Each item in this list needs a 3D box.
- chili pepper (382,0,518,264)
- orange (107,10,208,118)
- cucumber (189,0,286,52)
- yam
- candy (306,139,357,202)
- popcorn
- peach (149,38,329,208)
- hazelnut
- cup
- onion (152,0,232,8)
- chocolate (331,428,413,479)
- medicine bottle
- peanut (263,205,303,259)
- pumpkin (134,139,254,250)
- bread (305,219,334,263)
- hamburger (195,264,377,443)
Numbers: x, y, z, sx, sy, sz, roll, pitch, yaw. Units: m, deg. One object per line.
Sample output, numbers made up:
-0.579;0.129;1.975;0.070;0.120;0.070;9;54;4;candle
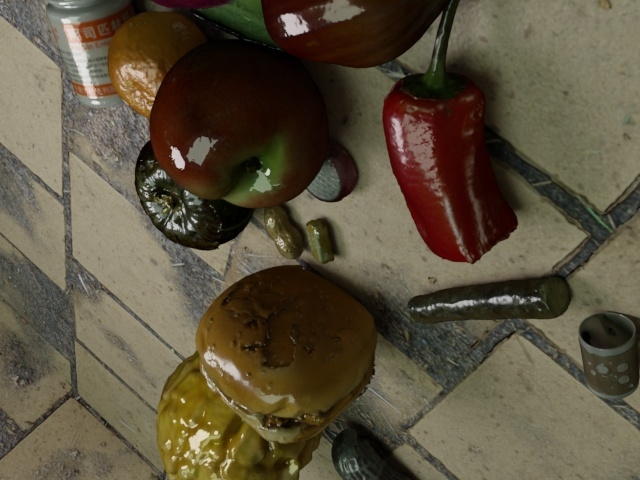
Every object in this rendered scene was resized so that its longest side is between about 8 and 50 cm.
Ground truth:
0.140;-0.140;0.889;0.131;0.134;0.338;21;140;51;chili pepper
-0.249;-0.276;1.142;0.177;0.155;0.178;33;154;19;orange
-0.065;-0.315;0.980;0.193;0.115;0.085;27;-176;19;cucumber
0.240;0.094;1.075;0.274;0.061;0.061;-12;114;52;yam
0.008;-0.108;1.131;0.103;0.043;0.103;28;140;26;candy
-0.198;0.412;1.582;0.354;0.344;0.390;42;151;-3;popcorn
-0.113;-0.170;1.025;0.252;0.252;0.252;27;140;26;peach
0.048;-0.283;0.777;0.181;0.212;0.181;37;143;1;hazelnut
0.402;0.152;0.966;0.074;0.102;0.099;-116;5;-59;cup
-0.213;-0.403;0.758;0.398;0.420;0.398;29;147;21;onion
0.121;0.515;1.557;0.248;0.110;0.110;44;145;9;chocolate
-0.377;-0.362;1.204;0.144;0.144;0.252;19;135;34;medicine bottle
-0.067;-0.016;1.293;0.054;0.054;0.113;-11;115;50;peanut
-0.232;-0.088;1.299;0.238;0.159;0.238;27;136;30;pumpkin
0.000;0.000;1.252;0.049;0.033;0.088;25;137;50;bread
-0.058;0.185;1.272;0.304;0.284;0.174;32;144;27;hamburger
